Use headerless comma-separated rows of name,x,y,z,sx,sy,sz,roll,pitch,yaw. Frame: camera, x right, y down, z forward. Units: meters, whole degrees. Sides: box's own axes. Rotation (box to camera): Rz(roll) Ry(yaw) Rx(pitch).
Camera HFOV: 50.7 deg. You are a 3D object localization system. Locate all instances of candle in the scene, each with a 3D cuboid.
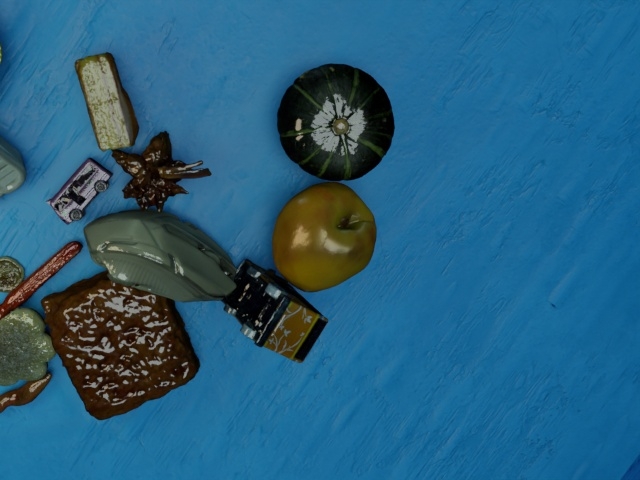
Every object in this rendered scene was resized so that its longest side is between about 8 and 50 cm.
candle,-0.780,0.114,1.844,0.329,0.051,0.048,-42,109,-2

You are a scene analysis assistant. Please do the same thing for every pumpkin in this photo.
pumpkin,0.041,-0.319,1.838,0.323,0.241,0.323,-3,101,-14

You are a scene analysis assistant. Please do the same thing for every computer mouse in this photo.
computer mouse,-0.415,0.025,1.809,0.429,0.228,0.145,21,125,-20

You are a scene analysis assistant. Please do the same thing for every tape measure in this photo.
tape measure,-0.881,-0.200,1.675,0.246,0.125,0.243,-32,141,1

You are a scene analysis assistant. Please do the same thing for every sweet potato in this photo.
sweet potato,-0.839,0.434,1.901,0.202,0.055,0.058,-30,79,-4

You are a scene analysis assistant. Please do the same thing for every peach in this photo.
peach,-0.003,-0.004,1.890,0.289,0.308,0.289,16,59,-29

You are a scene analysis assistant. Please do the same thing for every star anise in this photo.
star anise,-0.414,-0.186,1.766,0.148,0.346,0.237,40,68,-48

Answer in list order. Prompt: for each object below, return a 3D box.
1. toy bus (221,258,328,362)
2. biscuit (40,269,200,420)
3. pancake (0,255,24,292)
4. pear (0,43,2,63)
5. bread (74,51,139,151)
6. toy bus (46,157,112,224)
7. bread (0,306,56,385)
toy bus,-0.135,0.189,1.865,0.194,0.323,0.162,30,92,-30
biscuit,-0.547,0.278,1.877,0.343,0.166,0.395,-23,108,-5
pancake,-0.862,0.093,1.838,0.108,0.017,0.108,-4,107,-14
pear,-0.896,-0.452,1.631,0.292,0.159,0.292,-2,94,-29
bread,-0.542,-0.355,1.724,0.110,0.184,0.234,-17,107,-13
toy bus,-0.641,-0.132,1.804,0.098,0.087,0.178,40,88,-16
bread,-0.834,0.308,1.838,0.286,0.056,0.207,-37,113,18
